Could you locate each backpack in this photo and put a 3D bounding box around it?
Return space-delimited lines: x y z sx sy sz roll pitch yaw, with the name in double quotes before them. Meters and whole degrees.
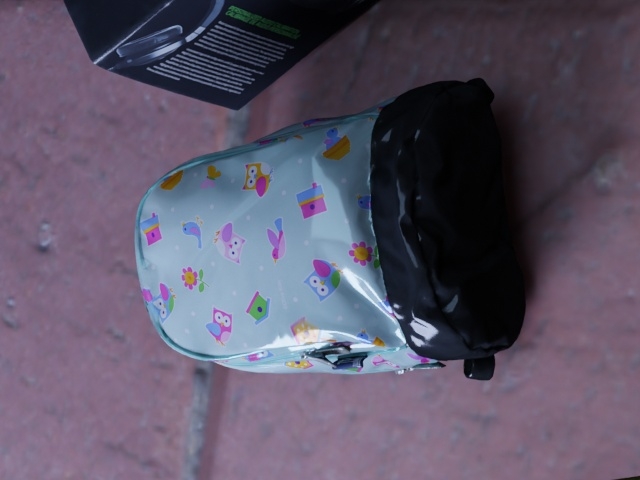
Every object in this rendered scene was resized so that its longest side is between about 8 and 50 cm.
"backpack" 0.000 0.000 0.946 0.182 0.115 0.152 -10 80 35

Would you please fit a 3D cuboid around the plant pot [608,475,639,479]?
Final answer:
"plant pot" 0.202 0.187 0.682 0.293 0.275 0.274 -25 70 30

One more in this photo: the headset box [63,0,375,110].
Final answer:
"headset box" -0.023 -0.253 0.988 0.283 0.131 0.246 -35 66 24
